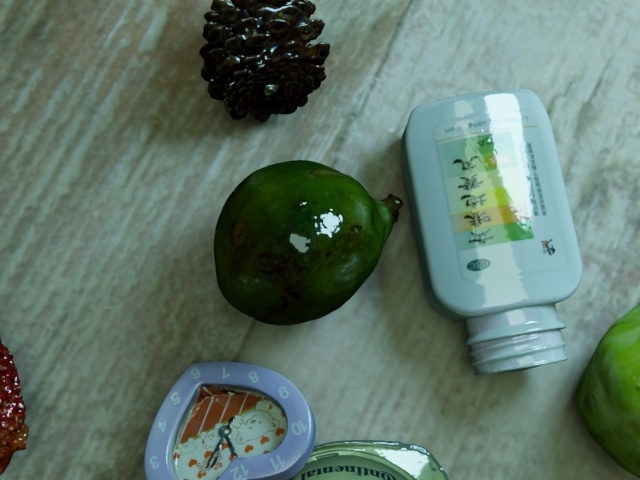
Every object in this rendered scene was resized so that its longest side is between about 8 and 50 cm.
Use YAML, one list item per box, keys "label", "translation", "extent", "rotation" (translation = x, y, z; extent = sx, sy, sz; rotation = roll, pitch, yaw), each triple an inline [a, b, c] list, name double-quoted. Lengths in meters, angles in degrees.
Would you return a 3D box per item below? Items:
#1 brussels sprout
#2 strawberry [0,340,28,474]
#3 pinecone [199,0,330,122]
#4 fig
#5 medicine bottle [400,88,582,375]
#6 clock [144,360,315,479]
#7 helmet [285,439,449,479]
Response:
- label: "brussels sprout"
  translation: [0.405, 0.169, 0.960]
  extent: [0.223, 0.161, 0.223]
  rotation: [-1, 75, 4]
- label: "strawberry"
  translation: [-0.417, 0.182, 0.946]
  extent: [0.184, 0.186, 0.201]
  rotation: [-27, 112, 33]
- label: "pinecone"
  translation: [-0.072, -0.245, 1.029]
  extent: [0.163, 0.163, 0.165]
  rotation: [-13, 68, -4]
- label: "fig"
  translation: [0.000, 0.000, 0.979]
  extent: [0.245, 0.195, 0.195]
  rotation: [-6, 79, -31]
- label: "medicine bottle"
  translation: [0.205, -0.007, 1.009]
  extent: [0.179, 0.124, 0.324]
  rotation: [-8, 82, -3]
- label: "clock"
  translation: [-0.110, 0.222, 0.984]
  extent: [0.198, 0.064, 0.172]
  rotation: [-28, 59, -7]
- label: "helmet"
  translation: [0.039, 0.326, 0.938]
  extent: [0.258, 0.137, 0.204]
  rotation: [-14, 81, -4]
